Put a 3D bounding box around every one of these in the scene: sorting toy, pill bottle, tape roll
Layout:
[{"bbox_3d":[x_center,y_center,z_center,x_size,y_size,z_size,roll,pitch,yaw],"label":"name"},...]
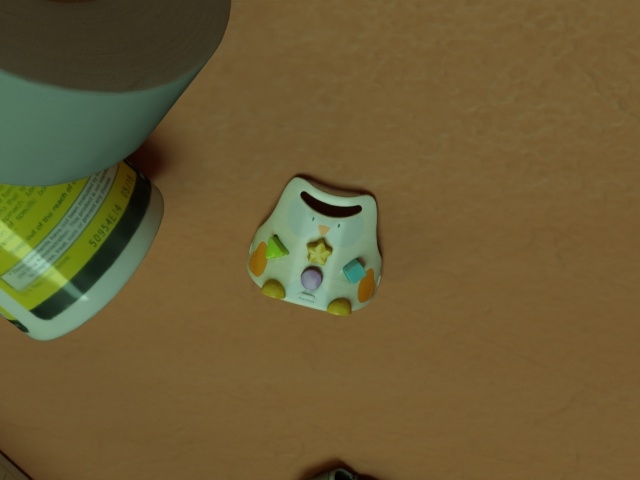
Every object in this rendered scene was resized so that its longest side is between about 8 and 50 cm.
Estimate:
[{"bbox_3d":[0.000,0.000,0.964,0.083,0.045,0.075,14,115,0],"label":"sorting toy"},{"bbox_3d":[-0.201,-0.048,0.907,0.119,0.119,0.208,-30,120,34],"label":"pill bottle"},{"bbox_3d":[-0.153,-0.134,0.746,0.219,0.219,0.072,31,131,-15],"label":"tape roll"}]

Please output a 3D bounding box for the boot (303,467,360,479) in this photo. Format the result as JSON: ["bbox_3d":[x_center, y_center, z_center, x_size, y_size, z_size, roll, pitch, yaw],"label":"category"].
[{"bbox_3d":[0.028,0.212,1.147,0.118,0.042,0.087,31,129,-16],"label":"boot"}]

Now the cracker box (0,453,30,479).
[{"bbox_3d":[-0.288,0.206,1.137,0.067,0.155,0.232,-22,123,30],"label":"cracker box"}]
